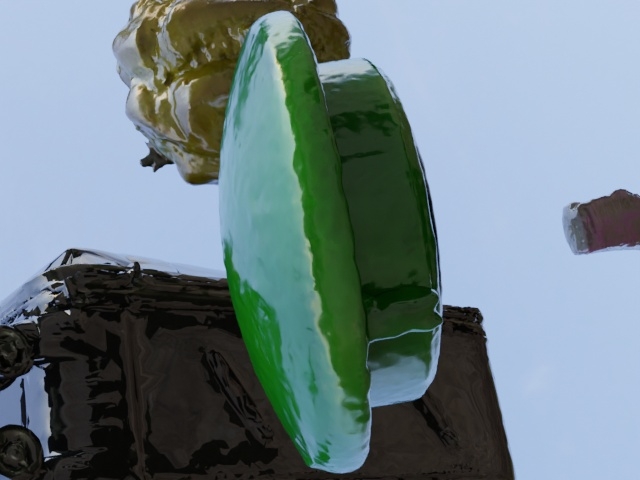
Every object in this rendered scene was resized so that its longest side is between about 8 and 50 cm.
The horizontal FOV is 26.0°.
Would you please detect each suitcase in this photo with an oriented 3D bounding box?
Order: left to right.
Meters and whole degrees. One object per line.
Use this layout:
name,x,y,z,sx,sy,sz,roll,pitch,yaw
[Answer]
suitcase,-0.085,0.138,0.976,0.434,0.283,0.194,9,-119,-36

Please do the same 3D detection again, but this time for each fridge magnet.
fridge magnet,0.000,0.000,0.623,0.088,0.208,0.208,-10,-112,-7

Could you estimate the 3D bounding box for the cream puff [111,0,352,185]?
cream puff,-0.046,-0.114,0.843,0.121,0.156,0.156,50,-131,-25

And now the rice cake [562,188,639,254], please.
rice cake,0.244,-0.010,1.082,0.206,0.036,0.047,2,-115,-53
